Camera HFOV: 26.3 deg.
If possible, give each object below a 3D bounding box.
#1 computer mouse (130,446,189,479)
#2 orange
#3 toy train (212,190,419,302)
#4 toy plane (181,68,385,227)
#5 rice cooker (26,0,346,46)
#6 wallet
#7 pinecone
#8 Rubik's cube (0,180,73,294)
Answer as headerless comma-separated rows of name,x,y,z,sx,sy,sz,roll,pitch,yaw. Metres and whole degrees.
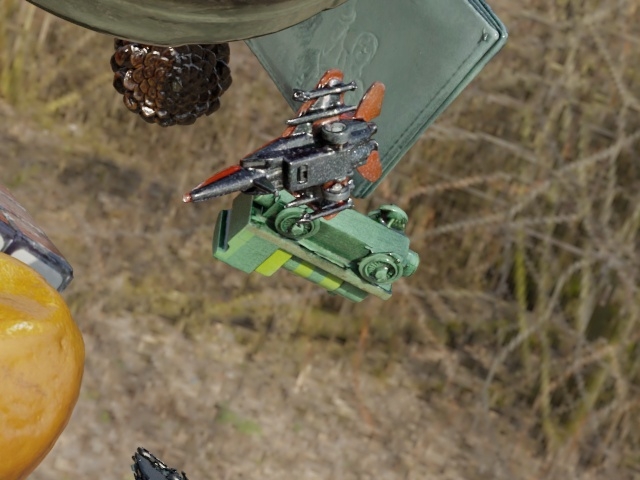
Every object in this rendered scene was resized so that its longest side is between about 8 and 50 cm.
computer mouse,-0.135,0.328,1.503,0.242,0.077,0.146,60,-8,-7
orange,-0.316,0.111,1.075,0.183,0.249,0.249,43,3,-30
toy train,0.000,0.001,1.414,0.200,0.132,0.083,29,44,-25
toy plane,-0.021,-0.057,1.035,0.061,0.130,0.189,26,39,35
rice cooker,-0.074,-0.292,0.742,0.335,0.325,0.335,12,58,-19
wallet,0.046,-0.226,1.496,0.054,0.251,0.290,1,48,-49
pinecone,-0.203,-0.244,1.835,0.162,0.163,0.165,14,24,-20
Rubik's cube,-0.529,0.019,1.452,0.343,0.337,0.344,38,2,-35
